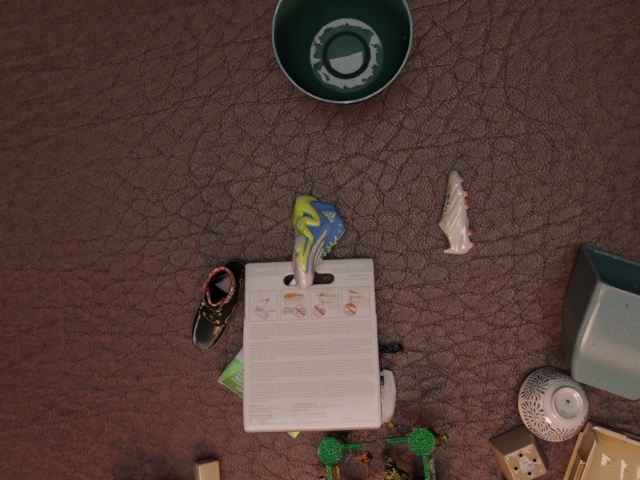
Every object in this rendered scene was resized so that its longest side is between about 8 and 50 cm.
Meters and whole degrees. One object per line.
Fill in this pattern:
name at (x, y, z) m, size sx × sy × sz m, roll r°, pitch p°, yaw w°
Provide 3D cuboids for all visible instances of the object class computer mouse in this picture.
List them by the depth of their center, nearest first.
computer mouse at (0.147, 0.341, 1.806) m, size 0.106 × 0.042 × 0.192 m, roll -3°, pitch 93°, yaw -7°

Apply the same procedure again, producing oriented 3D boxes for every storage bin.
storage bin at (0.696, 0.580, 1.738) m, size 0.262 × 0.123 × 0.260 m, roll 18°, pitch 93°, yaw 4°

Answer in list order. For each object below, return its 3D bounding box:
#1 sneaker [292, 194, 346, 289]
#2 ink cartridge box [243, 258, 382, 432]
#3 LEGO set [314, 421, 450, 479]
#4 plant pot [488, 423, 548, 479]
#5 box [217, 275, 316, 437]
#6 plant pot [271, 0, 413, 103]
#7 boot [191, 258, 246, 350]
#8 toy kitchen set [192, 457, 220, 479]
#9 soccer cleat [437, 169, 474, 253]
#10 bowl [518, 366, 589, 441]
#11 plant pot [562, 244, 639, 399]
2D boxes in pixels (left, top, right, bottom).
sneaker at (0.000, 0.000, 1.756) m, size 0.126 × 0.091 × 0.240 m, roll 2°, pitch 62°, yaw -7°
ink cartridge box at (-0.020, 0.241, 1.764) m, size 0.308 × 0.091 × 0.384 m, roll -3°, pitch 74°, yaw 4°
LEGO set at (0.162, 0.547, 1.773) m, size 0.332 × 0.192 × 0.254 m, roll -19°, pitch 71°, yaw 18°
plant pot at (0.462, 0.499, 1.766) m, size 0.109 × 0.096 × 0.109 m, roll -25°, pitch 89°, yaw 5°
box at (-0.057, 0.269, 1.819) m, size 0.232 × 0.058 × 0.322 m, roll 37°, pitch 93°, yaw 2°
plant pot at (0.053, -0.435, 1.700) m, size 0.293 × 0.235 × 0.292 m, roll 0°, pitch 92°, yaw 4°
boot at (-0.248, 0.154, 1.766) m, size 0.085 × 0.178 × 0.236 m, roll 26°, pitch 92°, yaw 3°
toy kitchen set at (-0.369, 0.591, 1.849) m, size 0.207 × 0.166 × 0.122 m, roll -4°, pitch 92°, yaw -32°
soccer cleat at (0.307, -0.063, 1.778) m, size 0.076 × 0.068 × 0.196 m, roll -8°, pitch 94°, yaw 7°
bowl at (0.543, 0.370, 1.740) m, size 0.170 × 0.080 × 0.170 m, roll 2°, pitch 77°, yaw -8°
plant pot at (0.656, 0.194, 1.680) m, size 0.248 × 0.247 × 0.252 m, roll 19°, pitch 111°, yaw 3°
